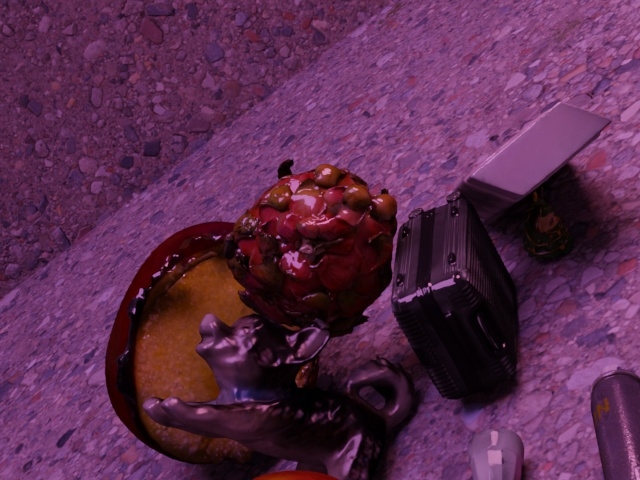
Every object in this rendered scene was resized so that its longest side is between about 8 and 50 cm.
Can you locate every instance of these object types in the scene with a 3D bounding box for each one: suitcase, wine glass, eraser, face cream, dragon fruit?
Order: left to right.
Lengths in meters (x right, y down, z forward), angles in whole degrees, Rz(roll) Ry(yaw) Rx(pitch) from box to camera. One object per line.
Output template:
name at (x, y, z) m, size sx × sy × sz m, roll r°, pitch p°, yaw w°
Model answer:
dragon fruit at (0.000, 0.000, 1.868) m, size 0.269 × 0.250 × 0.291 m, roll -56°, pitch -3°, yaw -28°
suitcase at (0.198, 0.077, 1.829) m, size 0.128 × 0.202 × 0.312 m, roll -24°, pitch 23°, yaw 18°
wine glass at (0.220, 0.310, 1.547) m, size 0.073 × 0.073 × 0.155 m, roll -29°, pitch 29°, yaw 23°
eraser at (0.316, -0.118, 1.958) m, size 0.213 × 0.082 × 0.397 m, roll -39°, pitch -3°, yaw -2°
face cream at (0.360, 0.243, 1.451) m, size 0.073 × 0.073 × 0.283 m, roll -30°, pitch 24°, yaw 20°

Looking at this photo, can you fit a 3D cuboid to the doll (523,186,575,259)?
doll at (0.333, -0.024, 1.931) m, size 0.076 × 0.113 × 0.078 m, roll -25°, pitch 29°, yaw 29°

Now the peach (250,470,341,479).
peach at (-0.020, 0.413, 1.506) m, size 0.281 × 0.238 × 0.281 m, roll -6°, pitch 78°, yaw 32°

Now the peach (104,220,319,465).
peach at (-0.177, 0.177, 2.062) m, size 0.353 × 0.339 × 0.416 m, roll -56°, pitch 9°, yaw 35°

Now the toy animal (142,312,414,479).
toy animal at (-0.042, 0.223, 1.788) m, size 0.303 × 0.344 × 0.194 m, roll -50°, pitch 13°, yaw -23°
